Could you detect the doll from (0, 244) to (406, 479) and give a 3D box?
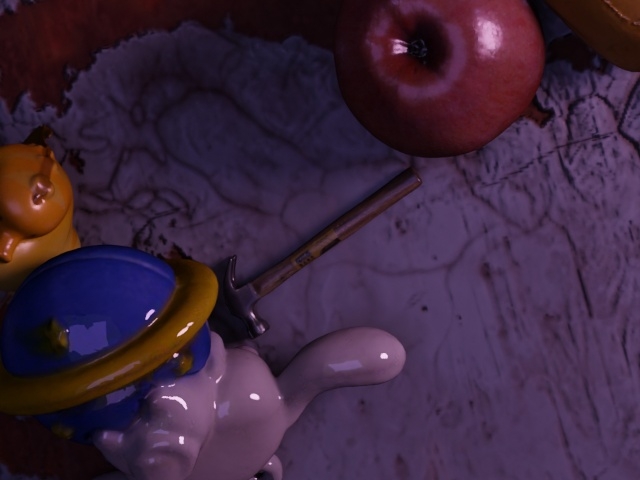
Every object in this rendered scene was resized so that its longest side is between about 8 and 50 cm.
[{"bbox_3d":[-0.100,0.104,1.469,0.311,0.159,0.243,-19,105,12],"label":"doll"}]

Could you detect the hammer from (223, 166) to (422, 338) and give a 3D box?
[{"bbox_3d":[0.000,0.000,1.516,0.182,0.017,0.062,-37,88,14],"label":"hammer"}]

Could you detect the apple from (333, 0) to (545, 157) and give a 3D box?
[{"bbox_3d":[0.081,-0.135,1.422,0.153,0.120,0.153,2,98,15],"label":"apple"}]

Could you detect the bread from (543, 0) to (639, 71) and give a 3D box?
[{"bbox_3d":[0.201,-0.222,1.386,0.217,0.098,0.147,43,102,-2],"label":"bread"}]

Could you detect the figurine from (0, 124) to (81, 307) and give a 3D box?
[{"bbox_3d":[-0.271,0.021,1.533,0.156,0.131,0.246,31,105,-28],"label":"figurine"}]
